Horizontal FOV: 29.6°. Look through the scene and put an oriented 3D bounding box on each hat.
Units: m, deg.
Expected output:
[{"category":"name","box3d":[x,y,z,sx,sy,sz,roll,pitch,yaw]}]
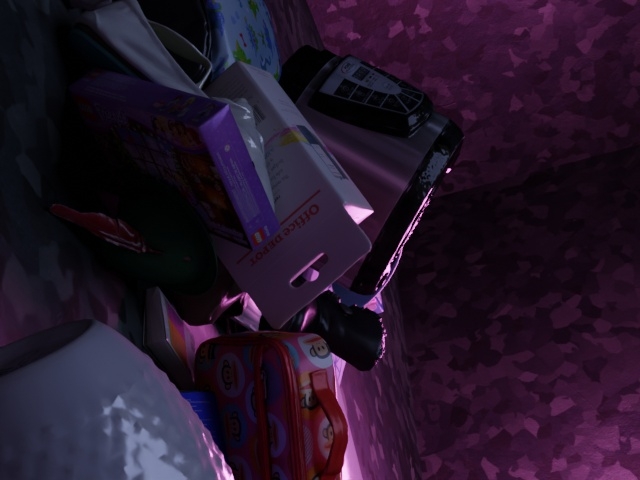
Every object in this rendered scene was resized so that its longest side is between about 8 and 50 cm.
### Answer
[{"category":"hat","box3d":[-0.265,0.027,1.591,0.183,0.173,0.208,-40,98,-42]}]

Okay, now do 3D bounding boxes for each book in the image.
[{"category":"book","box3d":[-0.214,0.144,1.755,0.144,0.035,0.096,64,14,-51]}]

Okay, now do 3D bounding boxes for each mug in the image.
[{"category":"mug","box3d":[-0.230,0.265,0.994,0.374,0.276,0.328,-31,102,-47]}]

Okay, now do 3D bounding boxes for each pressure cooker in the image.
[{"category":"pressure cooker","box3d":[0.001,-0.141,2.184,0.375,0.420,0.370,-58,174,-14]}]

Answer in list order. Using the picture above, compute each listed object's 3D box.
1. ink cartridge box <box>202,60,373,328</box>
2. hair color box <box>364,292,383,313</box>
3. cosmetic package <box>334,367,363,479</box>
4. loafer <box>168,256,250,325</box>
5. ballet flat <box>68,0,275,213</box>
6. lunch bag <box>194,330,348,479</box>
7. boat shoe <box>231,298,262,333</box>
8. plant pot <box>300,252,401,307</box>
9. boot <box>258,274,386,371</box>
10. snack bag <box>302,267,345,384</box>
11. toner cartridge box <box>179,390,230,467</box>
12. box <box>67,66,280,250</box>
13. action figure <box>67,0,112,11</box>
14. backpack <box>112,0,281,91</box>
[{"category":"ink cartridge box","box3d":[-0.072,-0.063,1.779,0.353,0.207,0.119,55,16,18]},{"category":"hair color box","box3d":[0.029,0.014,2.795,0.105,0.174,0.347,58,20,-56]},{"category":"cosmetic package","box3d":[-0.029,0.396,2.026,0.230,0.162,0.453,3,72,-79]},{"category":"loafer","box3d":[-0.164,0.055,1.945,0.366,0.134,0.130,-25,122,-71]},{"category":"ballet flat","box3d":[-0.175,-0.187,1.686,0.400,0.139,0.139,46,12,1]},{"category":"lunch bag","box3d":[-0.060,0.273,1.700,0.120,0.258,0.293,-5,90,-42]},{"category":"boat shoe","box3d":[-0.124,0.141,2.099,0.066,0.063,0.184,28,-13,36]},{"category":"plant pot","box3d":[0.000,0.000,2.518,0.195,0.290,0.290,41,-16,41]},{"category":"boot","box3d":[0.011,0.137,1.899,0.207,0.094,0.246,32,13,-12]},{"category":"snack bag","box3d":[-0.018,0.226,2.361,0.342,0.037,0.323,74,25,-44]},{"category":"toner cartridge box","box3d":[-0.201,0.276,1.525,0.348,0.075,0.165,32,44,-75]},{"category":"box","box3d":[-0.197,-0.112,1.609,0.057,0.293,0.201,-42,130,-26]},{"category":"action figure","box3d":[-0.367,-0.461,1.594,0.341,0.179,0.330,-47,119,-45]},{"category":"backpack","box3d":[-0.205,-0.323,1.938,0.355,0.273,0.290,85,-14,-79]}]
